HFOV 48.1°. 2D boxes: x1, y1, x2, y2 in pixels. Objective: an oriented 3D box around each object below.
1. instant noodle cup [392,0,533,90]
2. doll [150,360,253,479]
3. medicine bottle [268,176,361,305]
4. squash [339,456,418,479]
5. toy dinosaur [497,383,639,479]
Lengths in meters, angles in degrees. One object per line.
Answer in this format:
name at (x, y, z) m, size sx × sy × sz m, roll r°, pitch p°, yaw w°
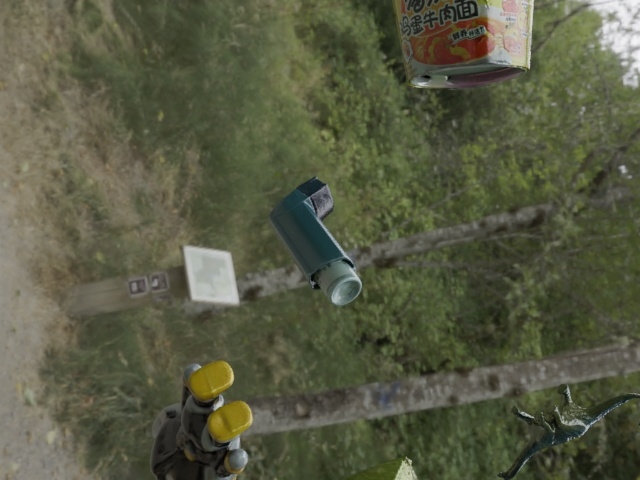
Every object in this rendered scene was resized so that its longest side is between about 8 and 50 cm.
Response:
instant noodle cup at (0.240, -0.370, 1.198) m, size 0.264 × 0.264 × 0.200 m, roll -162°, pitch -111°, yaw -87°
doll at (-0.146, 0.239, 0.847) m, size 0.145 × 0.103 × 0.316 m, roll 39°, pitch -36°, yaw 9°
medicine bottle at (0.000, 0.000, 1.257) m, size 0.079 × 0.124 × 0.258 m, roll 78°, pitch -15°, yaw -46°
squash at (0.037, 0.313, 0.615) m, size 0.192 × 0.184 × 0.085 m, roll 64°, pitch -2°, yaw -9°
toy dinosaur at (0.516, 0.394, 1.546) m, size 0.147 × 0.363 × 0.076 m, roll 54°, pitch 13°, yaw -20°
